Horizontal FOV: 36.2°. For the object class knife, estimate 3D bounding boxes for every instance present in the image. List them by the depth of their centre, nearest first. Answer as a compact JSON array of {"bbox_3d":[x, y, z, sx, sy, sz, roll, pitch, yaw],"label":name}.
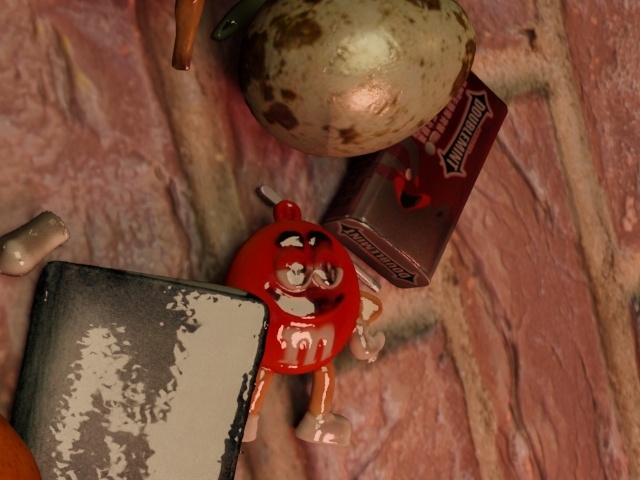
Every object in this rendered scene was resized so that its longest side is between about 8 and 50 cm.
[{"bbox_3d":[-0.038,-0.254,0.947,0.207,0.014,0.030,-47,109,-30],"label":"knife"}]

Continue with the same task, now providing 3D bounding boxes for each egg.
[{"bbox_3d":[0.037,-0.164,0.885,0.231,0.169,0.169,-15,92,-20],"label":"egg"}]

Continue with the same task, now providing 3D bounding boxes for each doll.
[{"bbox_3d":[-0.019,0.075,0.877,0.183,0.085,0.217,9,88,-30],"label":"doll"}]

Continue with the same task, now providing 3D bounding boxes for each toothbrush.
[{"bbox_3d":[0.000,0.000,0.940,0.167,0.014,0.011,41,66,-24],"label":"toothbrush"}]

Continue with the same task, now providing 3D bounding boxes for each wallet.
[{"bbox_3d":[-0.161,0.210,0.758,0.190,0.046,0.379,12,78,-11],"label":"wallet"}]

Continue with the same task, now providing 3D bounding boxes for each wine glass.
[{"bbox_3d":[-0.235,0.011,0.767,0.083,0.042,0.039,-40,111,-34],"label":"wine glass"}]

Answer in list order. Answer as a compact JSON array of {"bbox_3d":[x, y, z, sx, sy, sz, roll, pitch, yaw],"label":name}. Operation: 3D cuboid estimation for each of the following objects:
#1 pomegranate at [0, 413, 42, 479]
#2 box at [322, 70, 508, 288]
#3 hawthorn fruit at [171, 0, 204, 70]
[{"bbox_3d":[-0.305,0.183,0.586,0.264,0.264,0.265,5,81,-33],"label":"pomegranate"},{"bbox_3d":[0.099,-0.075,0.982,0.120,0.069,0.224,40,63,-23],"label":"box"},{"bbox_3d":[-0.092,-0.302,0.786,0.287,0.287,0.331,6,95,-33],"label":"hawthorn fruit"}]
